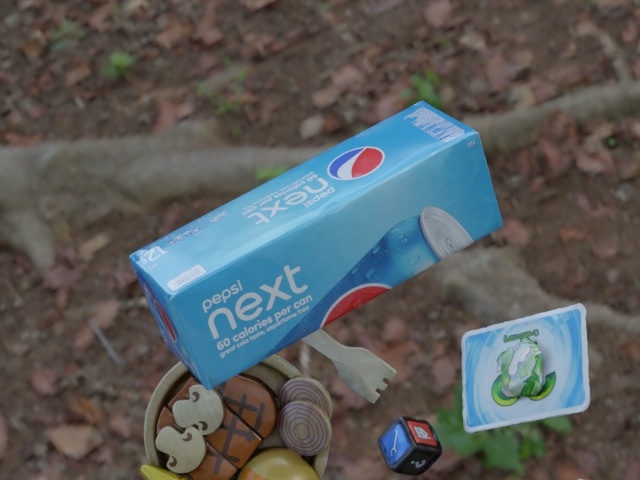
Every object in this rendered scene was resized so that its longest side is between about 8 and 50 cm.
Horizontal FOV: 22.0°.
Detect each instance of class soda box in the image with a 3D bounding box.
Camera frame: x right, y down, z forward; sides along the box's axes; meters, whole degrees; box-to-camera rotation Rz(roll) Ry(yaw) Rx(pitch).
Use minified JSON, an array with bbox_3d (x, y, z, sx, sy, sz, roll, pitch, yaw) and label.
[{"bbox_3d":[0.000,0.000,0.977,0.210,0.071,0.067,-28,32,-15],"label":"soda box"}]

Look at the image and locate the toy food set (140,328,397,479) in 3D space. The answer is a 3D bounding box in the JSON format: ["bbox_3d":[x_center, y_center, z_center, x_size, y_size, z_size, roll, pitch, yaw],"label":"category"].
[{"bbox_3d":[-0.052,0.132,1.072,0.192,0.132,0.038,-56,-3,9],"label":"toy food set"}]

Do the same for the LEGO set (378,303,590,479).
[{"bbox_3d":[0.124,0.119,0.731,0.244,0.060,0.182,-18,64,45],"label":"LEGO set"}]
